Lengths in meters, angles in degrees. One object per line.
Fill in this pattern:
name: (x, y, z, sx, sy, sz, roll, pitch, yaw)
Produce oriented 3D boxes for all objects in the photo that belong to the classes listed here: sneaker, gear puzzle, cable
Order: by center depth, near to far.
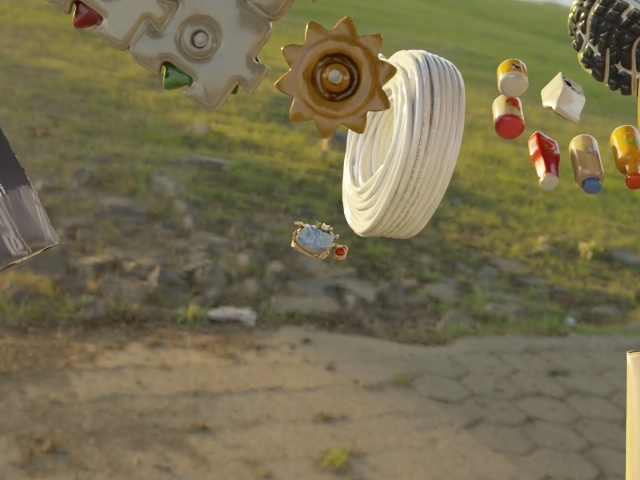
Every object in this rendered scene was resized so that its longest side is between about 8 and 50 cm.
gear puzzle: (-0.085, -0.197, 0.794, 0.339, 0.175, 0.044, 35, 4, 3)
sneaker: (0.434, -0.225, 1.321, 0.283, 0.110, 0.122, 32, 44, 17)
cable: (0.106, -0.125, 1.457, 0.089, 0.257, 0.257, 14, 1, -16)

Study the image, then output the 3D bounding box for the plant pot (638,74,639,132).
plant pot: (0.375, -0.159, 0.931, 0.237, 0.237, 0.254, 10, -27, -1)

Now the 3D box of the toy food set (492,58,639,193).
toy food set: (0.319, -0.136, 1.455, 0.232, 0.111, 0.104, 29, 38, -21)

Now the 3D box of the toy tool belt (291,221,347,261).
toy tool belt: (0.000, 0.000, 1.587, 0.083, 0.051, 0.052, 19, 54, 9)

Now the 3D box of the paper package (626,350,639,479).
paper package: (0.579, 0.340, 1.576, 0.168, 0.325, 0.309, -15, -33, 40)

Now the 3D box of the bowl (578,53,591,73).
bowl: (0.433, -0.325, 1.582, 0.170, 0.170, 0.080, 1, 49, -31)

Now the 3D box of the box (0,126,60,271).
box: (-0.449, -0.065, 1.026, 0.395, 0.318, 0.097, -23, 6, 40)
